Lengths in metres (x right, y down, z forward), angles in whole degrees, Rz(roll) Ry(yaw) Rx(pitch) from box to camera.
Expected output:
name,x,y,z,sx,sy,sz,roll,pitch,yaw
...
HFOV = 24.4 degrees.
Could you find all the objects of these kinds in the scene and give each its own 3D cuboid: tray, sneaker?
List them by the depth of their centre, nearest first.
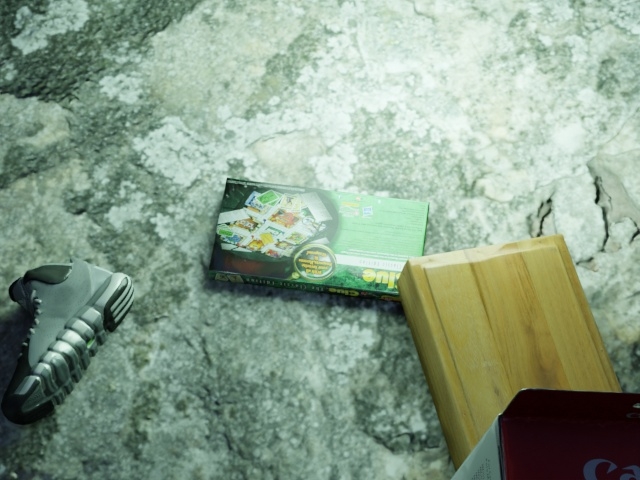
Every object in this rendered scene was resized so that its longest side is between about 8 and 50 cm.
name,x,y,z,sx,sy,sz,roll,pitch,yaw
tray,0.244,0.197,1.692,0.203,0.076,0.411,-9,64,-15
sneaker,-0.335,0.110,1.764,0.132,0.086,0.229,26,56,18

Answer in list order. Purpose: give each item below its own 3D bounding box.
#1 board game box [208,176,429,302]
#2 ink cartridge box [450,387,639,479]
name,x,y,z,sx,sy,sz,roll,pitch,yaw
board game box,0.000,0.000,1.838,0.259,0.030,0.136,8,62,4
ink cartridge box,0.309,0.259,1.471,0.309,0.272,0.130,3,60,-9
